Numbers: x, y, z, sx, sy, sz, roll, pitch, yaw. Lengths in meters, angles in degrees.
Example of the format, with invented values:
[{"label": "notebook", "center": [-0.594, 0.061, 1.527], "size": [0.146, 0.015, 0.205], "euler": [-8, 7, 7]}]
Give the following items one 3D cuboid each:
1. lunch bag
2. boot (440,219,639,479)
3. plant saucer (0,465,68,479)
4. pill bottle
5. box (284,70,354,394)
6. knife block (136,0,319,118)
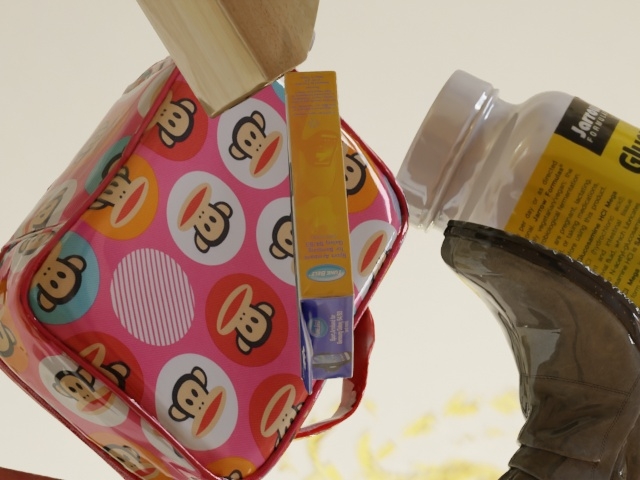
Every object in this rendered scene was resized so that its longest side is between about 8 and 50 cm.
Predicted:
[{"label": "lunch bag", "center": [-0.066, 0.026, 1.316], "size": [0.258, 0.120, 0.293], "euler": [44, -123, -16]}, {"label": "boot", "center": [0.139, 0.106, 1.175], "size": [0.246, 0.083, 0.161], "euler": [37, -101, -31]}, {"label": "plant saucer", "center": [-0.208, 0.329, 1.650], "size": [0.047, 0.259, 0.258], "euler": [-36, -55, -51]}, {"label": "pill bottle", "center": [0.234, -0.011, 1.644], "size": [0.334, 0.188, 0.188], "euler": [27, -78, 6]}, {"label": "box", "center": [0.000, 0.000, 0.881], "size": [0.028, 0.136, 0.081], "euler": [-5, -30, -2]}, {"label": "knife block", "center": [-0.108, -0.228, 0.996], "size": [0.242, 0.088, 0.276], "euler": [15, -106, -20]}]
